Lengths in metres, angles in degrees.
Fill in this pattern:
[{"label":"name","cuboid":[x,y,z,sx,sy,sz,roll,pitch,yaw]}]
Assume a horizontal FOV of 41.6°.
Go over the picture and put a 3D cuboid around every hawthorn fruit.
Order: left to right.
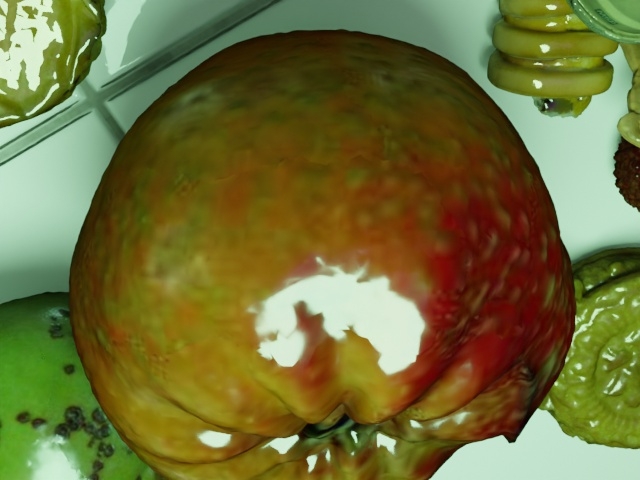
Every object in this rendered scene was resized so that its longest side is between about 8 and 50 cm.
[{"label":"hawthorn fruit","cuboid":[0.000,0.000,0.683,0.402,0.403,0.403,-5,119,-8]}]

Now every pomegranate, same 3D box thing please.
[{"label":"pomegranate","cuboid":[-0.292,0.182,0.777,0.323,0.291,0.291,9,116,-7]}]

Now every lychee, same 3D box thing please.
[{"label":"lychee","cuboid":[0.357,-0.080,0.843,0.123,0.129,0.123,8,74,-29]}]

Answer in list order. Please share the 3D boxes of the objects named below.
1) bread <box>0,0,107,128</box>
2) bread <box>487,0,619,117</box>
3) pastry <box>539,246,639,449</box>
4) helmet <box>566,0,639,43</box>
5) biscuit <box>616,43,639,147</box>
[{"label":"bread","cuboid":[-0.284,-0.213,0.634,0.227,0.142,0.254,-17,117,0]},{"label":"bread","cuboid":[0.218,-0.201,0.770,0.119,0.084,0.177,-2,114,-10]},{"label":"pastry","cuboid":[0.336,0.122,0.952,0.235,0.132,0.240,-1,112,-1]},{"label":"helmet","cuboid":[0.312,-0.284,0.663,0.204,0.137,0.258,27,89,-21]},{"label":"biscuit","cuboid":[0.371,-0.176,0.796,0.250,0.035,0.162,-43,81,-8]}]
